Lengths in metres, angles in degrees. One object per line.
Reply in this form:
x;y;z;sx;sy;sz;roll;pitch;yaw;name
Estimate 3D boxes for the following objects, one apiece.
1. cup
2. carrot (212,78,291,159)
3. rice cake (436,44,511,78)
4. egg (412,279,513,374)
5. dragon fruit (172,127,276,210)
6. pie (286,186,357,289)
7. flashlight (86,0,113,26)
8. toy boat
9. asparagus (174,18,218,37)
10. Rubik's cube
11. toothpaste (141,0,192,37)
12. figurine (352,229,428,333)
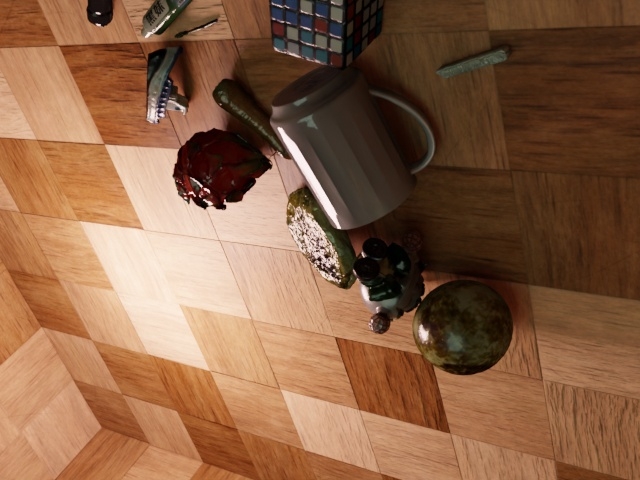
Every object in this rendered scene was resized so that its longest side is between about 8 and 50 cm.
0.085;-0.237;1.871;0.322;0.237;0.327;-23;113;16;cup
-0.155;-0.298;2.110;0.298;0.078;0.078;44;141;-10;carrot
0.316;-0.368;1.695;0.170;0.033;0.029;-8;120;42;rice cake
0.349;0.222;2.064;0.238;0.238;0.289;46;151;-7;egg
-0.255;-0.196;2.196;0.292;0.234;0.234;-10;128;1;dragon fruit
0.000;0.000;2.169;0.323;0.070;0.323;52;159;29;pie
-0.560;-0.648;2.081;0.093;0.093;0.232;31;143;10;flashlight
-0.404;-0.409;2.178;0.115;0.114;0.262;1;139;-13;toy boat
-0.313;-0.530;2.054;0.166;0.016;0.013;-7;136;40;asparagus
0.016;-0.492;1.697;0.182;0.187;0.184;21;140;21;Rubik's cube
-0.339;-0.596;1.974;0.392;0.061;0.099;-30;92;47;toothpaste
0.165;0.092;2.059;0.167;0.281;0.370;20;171;21;figurine
